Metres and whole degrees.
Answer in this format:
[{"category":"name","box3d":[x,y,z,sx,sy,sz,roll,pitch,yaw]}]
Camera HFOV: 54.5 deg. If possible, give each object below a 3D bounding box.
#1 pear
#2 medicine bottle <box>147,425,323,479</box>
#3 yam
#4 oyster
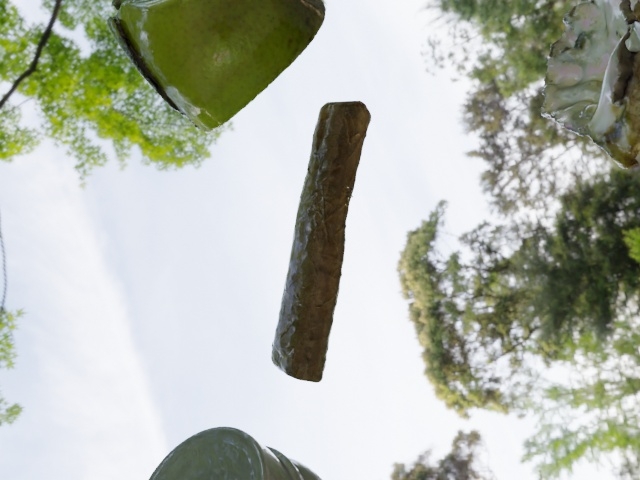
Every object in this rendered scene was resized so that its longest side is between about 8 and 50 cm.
[{"category":"pear","box3d":[-0.120,-0.305,0.794,0.159,0.293,0.292,51,-139,-38]},{"category":"medicine bottle","box3d":[-0.087,0.422,0.864,0.306,0.245,0.245,55,-142,-37]},{"category":"yam","box3d":[0.000,0.000,0.783,0.081,0.081,0.356,5,-82,-50]},{"category":"oyster","box3d":[0.264,-0.158,0.563,0.072,0.132,0.209,20,-155,-9]}]
